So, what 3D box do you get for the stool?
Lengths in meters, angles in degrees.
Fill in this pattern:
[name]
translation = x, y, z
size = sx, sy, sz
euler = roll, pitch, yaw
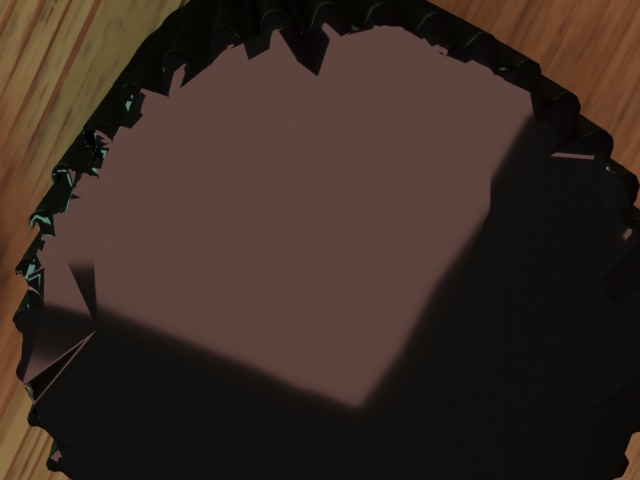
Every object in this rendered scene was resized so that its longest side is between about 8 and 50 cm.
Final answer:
[stool]
translation = 0.000, 0.000, 0.946
size = 0.297, 0.330, 0.297
euler = -1, 105, -4
